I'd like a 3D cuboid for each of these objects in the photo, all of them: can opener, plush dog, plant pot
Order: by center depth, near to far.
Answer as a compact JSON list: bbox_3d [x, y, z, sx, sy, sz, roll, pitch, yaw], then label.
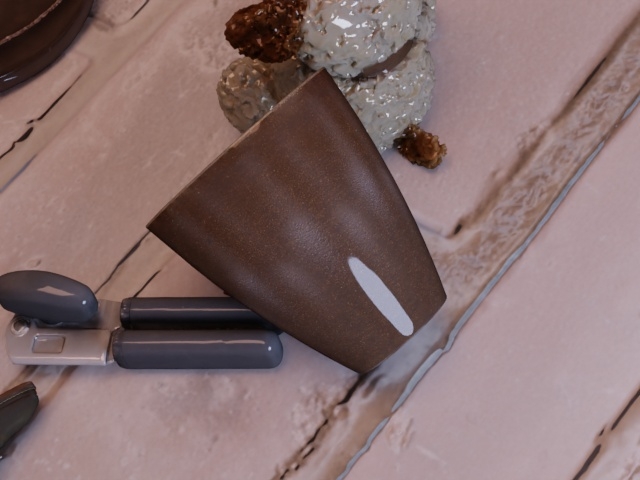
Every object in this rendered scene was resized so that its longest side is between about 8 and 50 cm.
[{"bbox_3d":[0.000,0.000,1.427,0.215,0.215,0.230,-43,93,-16],"label":"plant pot"},{"bbox_3d":[-0.173,0.081,1.497,0.280,0.093,0.074,2,57,9],"label":"can opener"},{"bbox_3d":[0.034,-0.191,1.541,0.262,0.225,0.210,-35,56,-11],"label":"plush dog"}]

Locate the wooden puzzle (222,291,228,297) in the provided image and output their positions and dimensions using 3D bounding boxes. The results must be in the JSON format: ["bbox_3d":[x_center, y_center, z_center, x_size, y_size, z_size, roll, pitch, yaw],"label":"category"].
[{"bbox_3d":[-0.063,0.040,1.543,0.049,0.006,0.083,21,64,24],"label":"wooden puzzle"}]

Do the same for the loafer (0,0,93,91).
[{"bbox_3d":[-0.398,-0.221,1.719,0.366,0.130,0.134,-42,58,-16],"label":"loafer"}]

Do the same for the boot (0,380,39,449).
[{"bbox_3d":[-0.317,0.232,1.450,0.106,0.082,0.219,43,69,9],"label":"boot"}]
